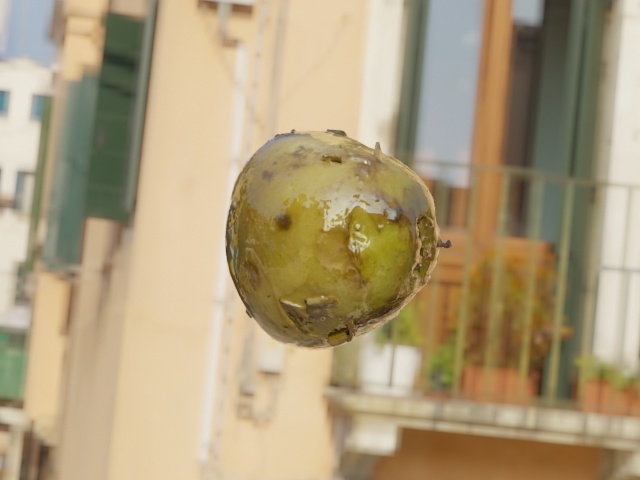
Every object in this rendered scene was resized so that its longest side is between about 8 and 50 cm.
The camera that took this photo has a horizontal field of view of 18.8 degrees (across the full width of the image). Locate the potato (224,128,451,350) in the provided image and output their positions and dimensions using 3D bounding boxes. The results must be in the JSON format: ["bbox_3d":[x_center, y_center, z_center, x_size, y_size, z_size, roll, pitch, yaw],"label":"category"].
[{"bbox_3d":[0.000,0.000,1.180,0.137,0.137,0.176,7,-13,-15],"label":"potato"}]
